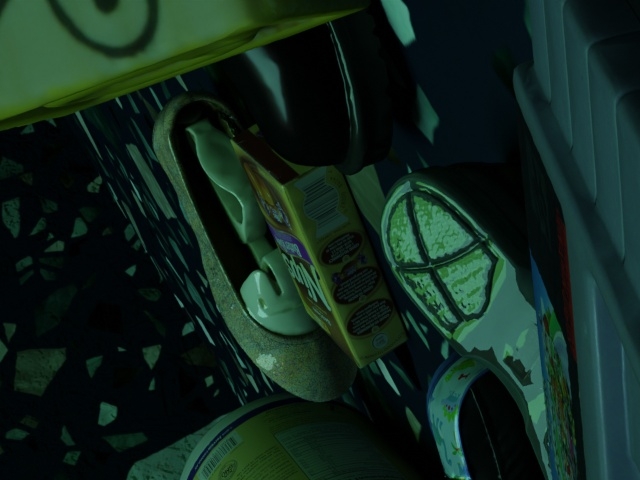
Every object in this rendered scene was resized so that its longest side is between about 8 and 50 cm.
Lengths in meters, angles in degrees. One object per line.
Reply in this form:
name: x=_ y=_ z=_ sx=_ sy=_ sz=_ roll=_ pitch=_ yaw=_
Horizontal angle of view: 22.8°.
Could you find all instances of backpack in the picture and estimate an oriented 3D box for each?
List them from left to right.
backpack: x=0.112 y=0.107 z=0.880 sx=0.114 sy=0.105 sz=0.084 roll=69 pitch=167 yaw=-15

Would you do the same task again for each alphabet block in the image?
alphabet block: x=-0.110 y=-0.168 z=0.734 sx=0.193 sy=0.192 sz=0.197 roll=-33 pitch=-74 yaw=-70

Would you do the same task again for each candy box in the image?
candy box: x=0.000 y=0.000 z=1.270 sx=0.109 sy=0.053 sz=0.187 roll=43 pitch=161 yaw=56

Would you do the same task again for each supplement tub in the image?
supplement tub: x=0.015 y=0.307 z=1.505 sx=0.241 sy=0.241 sz=0.331 roll=65 pitch=168 yaw=-26

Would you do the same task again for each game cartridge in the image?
game cartridge: x=0.121 y=0.086 z=0.559 sx=0.230 sy=0.068 sz=0.355 roll=-106 pitch=5 yaw=-60

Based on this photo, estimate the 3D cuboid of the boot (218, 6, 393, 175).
boot: x=-0.135 y=-0.150 z=0.923 sx=0.348 sy=0.260 sz=0.131 roll=62 pitch=170 yaw=-7

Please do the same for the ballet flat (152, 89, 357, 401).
ballet flat: x=-0.060 y=0.002 z=1.431 sx=0.316 sy=0.107 sz=0.106 roll=58 pitch=162 yaw=7

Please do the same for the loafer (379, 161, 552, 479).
loafer: x=0.138 y=0.063 z=0.773 sx=0.267 sy=0.084 sz=0.096 roll=53 pitch=137 yaw=16
